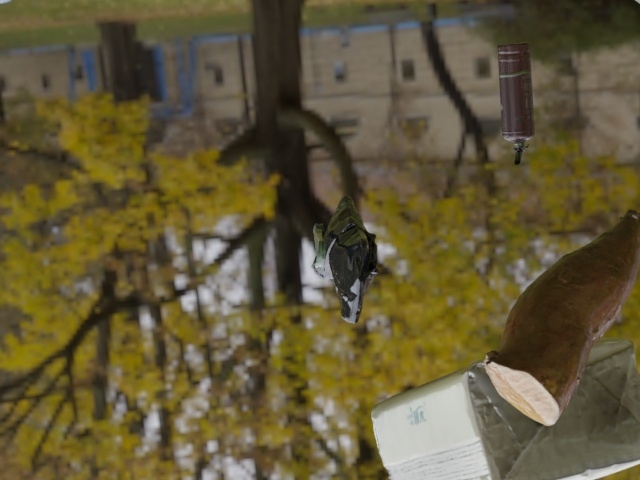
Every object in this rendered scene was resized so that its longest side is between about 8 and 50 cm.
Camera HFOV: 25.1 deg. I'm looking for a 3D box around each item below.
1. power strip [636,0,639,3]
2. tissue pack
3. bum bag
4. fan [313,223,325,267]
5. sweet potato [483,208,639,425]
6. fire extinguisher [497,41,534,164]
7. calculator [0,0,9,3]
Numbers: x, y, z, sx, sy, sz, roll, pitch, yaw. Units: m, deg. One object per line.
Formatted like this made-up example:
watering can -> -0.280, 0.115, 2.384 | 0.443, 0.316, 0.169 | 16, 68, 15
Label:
power strip -> 0.358, -0.382, 1.816 | 0.272, 0.078, 0.052 | 34, 179, -6
tissue pack -> 0.286, 0.285, 2.180 | 0.297, 0.207, 0.380 | -7, 167, -23
bum bag -> 0.040, 0.023, 2.064 | 0.060, 0.123, 0.248 | 12, -161, -18
fan -> 0.000, 0.000, 2.005 | 0.016, 0.038, 0.193 | 7, -168, -3
sweet potato -> 0.333, 0.083, 1.920 | 0.131, 0.131, 0.336 | 5, -130, 44
fire extinguisher -> 0.262, -0.183, 1.909 | 0.045, 0.157, 0.078 | -2, -170, 18
calculator -> -0.360, -0.321, 1.426 | 0.210, 0.121, 0.039 | 34, -137, 19
